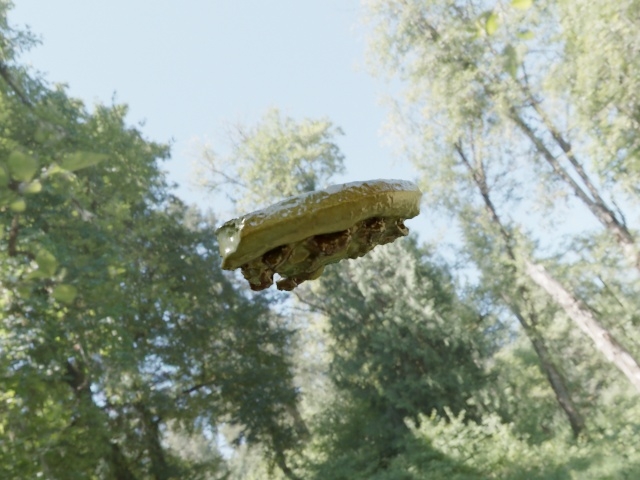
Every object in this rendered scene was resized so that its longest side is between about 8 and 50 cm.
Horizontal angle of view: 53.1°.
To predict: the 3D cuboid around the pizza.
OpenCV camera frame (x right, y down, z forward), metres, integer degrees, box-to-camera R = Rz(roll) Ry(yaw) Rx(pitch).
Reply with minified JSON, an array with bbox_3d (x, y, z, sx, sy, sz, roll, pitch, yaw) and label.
[{"bbox_3d":[0.000,0.000,0.477,0.175,0.046,0.134,-17,-14,-23],"label":"pizza"}]
